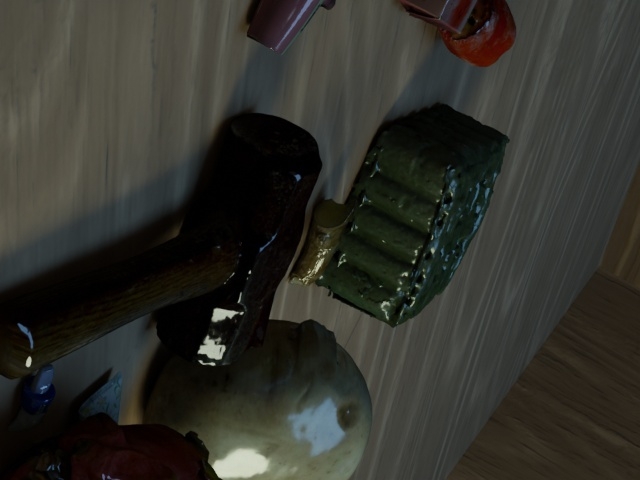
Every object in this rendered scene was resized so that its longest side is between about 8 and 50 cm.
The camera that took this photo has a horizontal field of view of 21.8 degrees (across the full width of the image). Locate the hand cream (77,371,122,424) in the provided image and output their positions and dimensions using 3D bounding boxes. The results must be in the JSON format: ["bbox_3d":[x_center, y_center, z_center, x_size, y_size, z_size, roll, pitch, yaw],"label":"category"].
[{"bbox_3d":[-0.217,0.214,1.595,0.067,0.042,0.194,-36,148,-46],"label":"hand cream"}]

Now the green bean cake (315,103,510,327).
[{"bbox_3d":[0.123,-0.033,2.054,0.255,0.132,0.241,-23,136,-64],"label":"green bean cake"}]

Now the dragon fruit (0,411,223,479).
[{"bbox_3d":[-0.187,0.281,1.477,0.250,0.250,0.315,-49,174,-35],"label":"dragon fruit"}]

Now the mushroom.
[{"bbox_3d":[-0.064,0.182,1.719,0.184,0.255,0.255,-106,-144,-62],"label":"mushroom"}]

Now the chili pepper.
[{"bbox_3d":[0.184,-0.249,1.945,0.086,0.084,0.192,-29,163,8],"label":"chili pepper"}]

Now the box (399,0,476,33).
[{"bbox_3d":[0.148,-0.302,1.781,0.156,0.060,0.111,-62,165,8],"label":"box"}]

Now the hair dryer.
[{"bbox_3d":[-0.008,-0.217,1.481,0.106,0.054,0.154,-59,169,13],"label":"hair dryer"}]

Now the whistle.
[{"bbox_3d":[-0.242,0.134,1.405,0.033,0.029,0.083,-18,145,-41],"label":"whistle"}]

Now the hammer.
[{"bbox_3d":[-0.145,0.041,1.433,0.409,0.095,0.242,-28,145,-58],"label":"hammer"}]

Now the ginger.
[{"bbox_3d":[0.003,-0.003,1.892,0.057,0.044,0.137,-87,-165,-48],"label":"ginger"}]
